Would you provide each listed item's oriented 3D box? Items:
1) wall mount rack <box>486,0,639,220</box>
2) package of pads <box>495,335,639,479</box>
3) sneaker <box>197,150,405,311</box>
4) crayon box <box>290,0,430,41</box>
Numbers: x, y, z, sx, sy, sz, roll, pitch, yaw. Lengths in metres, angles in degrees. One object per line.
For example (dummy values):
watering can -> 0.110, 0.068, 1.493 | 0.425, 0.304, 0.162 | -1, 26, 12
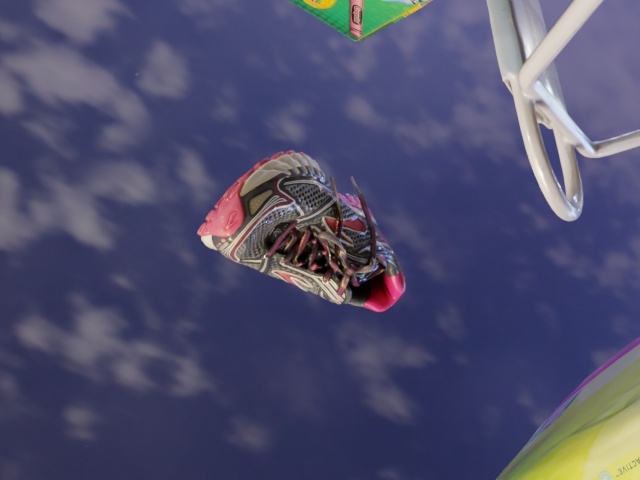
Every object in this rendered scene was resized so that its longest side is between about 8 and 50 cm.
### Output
wall mount rack -> 0.167, -0.204, 0.533 | 0.304, 0.130, 0.350 | 21, -124, -58
package of pads -> 0.202, 0.103, 0.421 | 0.101, 0.296, 0.229 | 48, -134, 14
sneaker -> 0.000, 0.000, 0.786 | 0.112, 0.121, 0.299 | 54, -161, 26
crayon box -> 0.075, -0.229, 0.435 | 0.081, 0.278, 0.165 | 27, -99, -18
